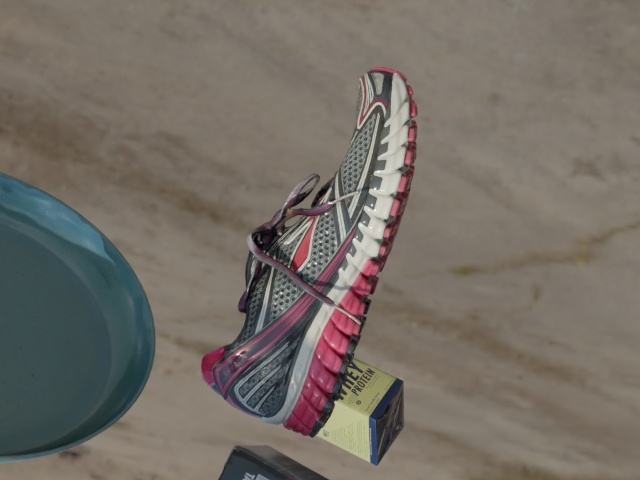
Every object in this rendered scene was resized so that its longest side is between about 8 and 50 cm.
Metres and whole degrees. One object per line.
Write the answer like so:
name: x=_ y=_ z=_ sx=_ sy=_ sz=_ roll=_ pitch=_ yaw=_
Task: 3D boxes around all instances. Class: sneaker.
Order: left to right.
sneaker: x=0.000 y=0.000 z=1.092 sx=0.112 sy=0.299 sz=0.121 roll=20 pitch=174 yaw=5

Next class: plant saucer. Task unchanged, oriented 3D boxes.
plant saucer: x=-0.286 y=0.055 z=1.090 sx=0.317 sy=0.318 sz=0.044 roll=17 pitch=129 yaw=-18

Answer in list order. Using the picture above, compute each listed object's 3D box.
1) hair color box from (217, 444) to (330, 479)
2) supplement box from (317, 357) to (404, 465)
hair color box: x=0.063 y=0.323 z=1.033 sx=0.374 sy=0.185 sz=0.113 roll=27 pitch=177 yaw=12
supplement box: x=0.034 y=0.166 z=1.380 sx=0.083 sy=0.056 sz=0.083 roll=23 pitch=144 yaw=23
